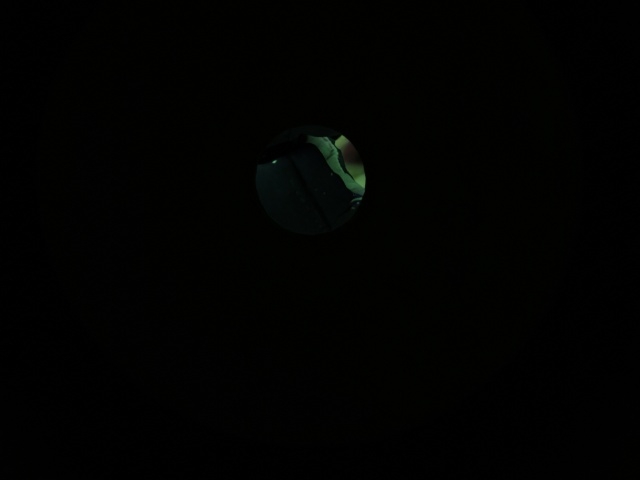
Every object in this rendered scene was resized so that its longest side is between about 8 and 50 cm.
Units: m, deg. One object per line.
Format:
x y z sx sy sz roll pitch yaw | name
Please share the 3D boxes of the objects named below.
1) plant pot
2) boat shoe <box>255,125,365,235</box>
0.000 0.000 0.488 0.323 0.323 0.280 -28 8 1 | plant pot
-0.090 -0.050 0.861 0.158 0.127 0.340 -28 33 -9 | boat shoe
